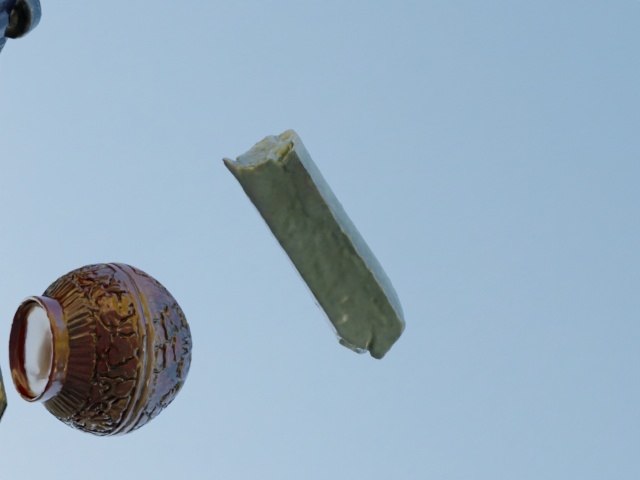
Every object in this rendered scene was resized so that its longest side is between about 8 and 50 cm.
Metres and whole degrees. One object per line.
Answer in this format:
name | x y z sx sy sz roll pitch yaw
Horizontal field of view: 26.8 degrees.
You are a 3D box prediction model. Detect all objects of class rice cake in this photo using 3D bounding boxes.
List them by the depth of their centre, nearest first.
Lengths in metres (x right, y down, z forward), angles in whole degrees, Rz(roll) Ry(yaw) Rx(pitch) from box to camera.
rice cake | 0.000 0.001 1.081 0.063 0.069 0.206 -30 -75 7

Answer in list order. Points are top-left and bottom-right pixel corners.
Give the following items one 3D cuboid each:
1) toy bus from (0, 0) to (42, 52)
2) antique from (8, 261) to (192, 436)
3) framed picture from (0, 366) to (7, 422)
toy bus | -0.409 -0.209 1.321 0.194 0.162 0.323 40 -52 1
antique | -0.120 0.062 0.761 0.104 0.104 0.104 4 -79 19
framed picture | -0.376 0.167 1.362 0.274 0.017 0.217 -60 -141 34
